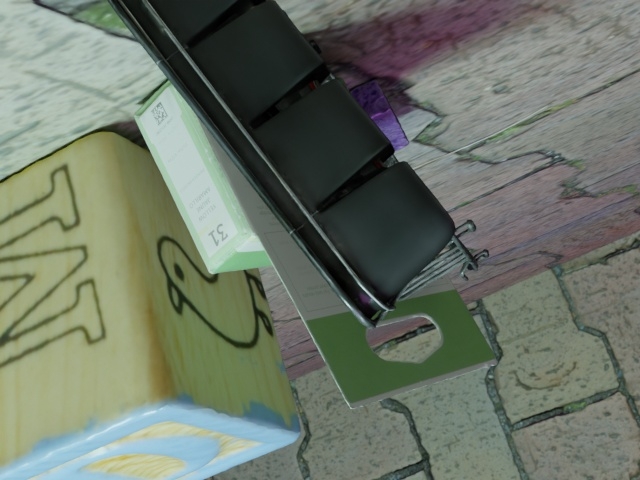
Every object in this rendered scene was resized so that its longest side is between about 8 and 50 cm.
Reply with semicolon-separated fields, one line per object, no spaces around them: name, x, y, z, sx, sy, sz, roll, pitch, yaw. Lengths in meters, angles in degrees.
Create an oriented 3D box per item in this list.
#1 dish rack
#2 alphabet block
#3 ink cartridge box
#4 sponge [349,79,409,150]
dish rack;0.007;-0.049;0.669;0.074;0.208;0.271;-38;168;5
alphabet block;-0.154;0.070;0.837;0.193;0.197;0.192;-24;157;17
ink cartridge box;0.000;0.000;0.771;0.056;0.235;0.171;-37;162;35
sponge;-0.035;-0.060;0.950;0.210;0.031;0.117;-23;168;9
